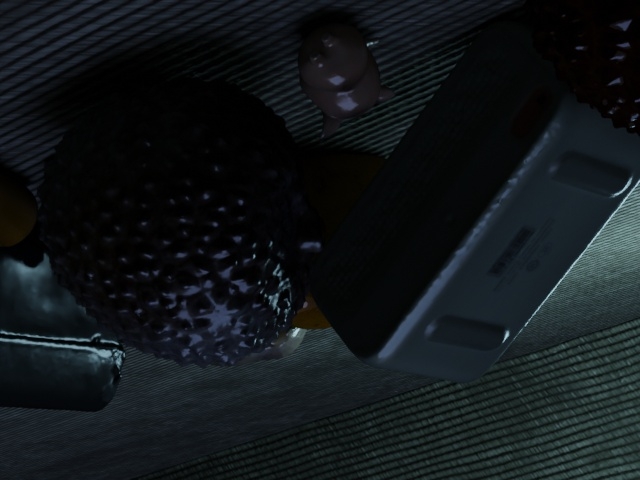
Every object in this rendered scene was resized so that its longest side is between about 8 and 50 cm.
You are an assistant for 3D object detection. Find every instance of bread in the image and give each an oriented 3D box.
[{"bbox_3d":[-0.372,-0.044,1.607,0.092,0.074,0.239,-20,165,7],"label":"bread"}]

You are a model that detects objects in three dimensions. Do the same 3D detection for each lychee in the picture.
[{"bbox_3d":[0.294,-0.202,1.216,0.264,0.264,0.300,-11,-175,-9],"label":"lychee"},{"bbox_3d":[-0.134,-0.012,1.498,0.300,0.300,0.300,-12,166,-3],"label":"lychee"}]

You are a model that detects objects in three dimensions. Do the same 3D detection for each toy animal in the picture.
[{"bbox_3d":[0.017,-0.162,1.479,0.083,0.089,0.150,-13,157,13],"label":"toy animal"}]

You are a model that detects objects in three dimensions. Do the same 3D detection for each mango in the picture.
[{"bbox_3d":[0.000,0.000,1.842,0.199,0.201,0.350,16,-157,23],"label":"mango"}]

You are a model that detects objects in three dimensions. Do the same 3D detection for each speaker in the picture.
[{"bbox_3d":[0.171,-0.037,1.634,0.184,0.183,0.406,10,124,-46],"label":"speaker"}]

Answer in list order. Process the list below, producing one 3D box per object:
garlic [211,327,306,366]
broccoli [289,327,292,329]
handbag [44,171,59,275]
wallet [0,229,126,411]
[{"bbox_3d":[-0.095,0.109,2.165,0.217,0.110,0.228,-13,-151,15],"label":"garlic"},{"bbox_3d":[-0.127,0.030,2.066,0.198,0.177,0.275,-44,-157,-11],"label":"broccoli"},{"bbox_3d":[-0.195,-0.041,1.760,0.247,0.079,0.260,-12,168,-12],"label":"handbag"},{"bbox_3d":[-0.364,0.095,1.865,0.062,0.228,0.406,10,178,29],"label":"wallet"}]
